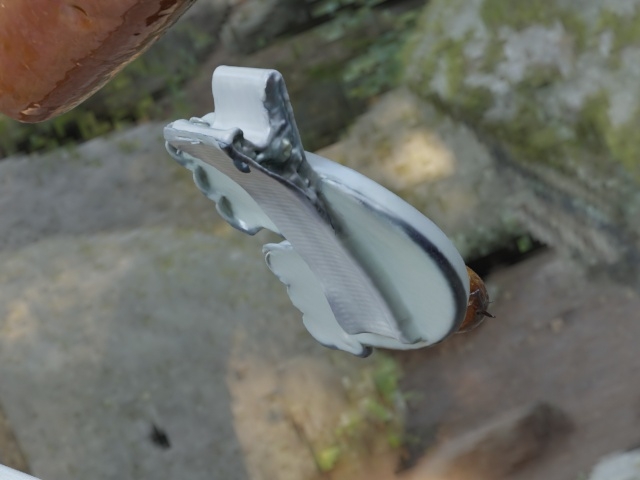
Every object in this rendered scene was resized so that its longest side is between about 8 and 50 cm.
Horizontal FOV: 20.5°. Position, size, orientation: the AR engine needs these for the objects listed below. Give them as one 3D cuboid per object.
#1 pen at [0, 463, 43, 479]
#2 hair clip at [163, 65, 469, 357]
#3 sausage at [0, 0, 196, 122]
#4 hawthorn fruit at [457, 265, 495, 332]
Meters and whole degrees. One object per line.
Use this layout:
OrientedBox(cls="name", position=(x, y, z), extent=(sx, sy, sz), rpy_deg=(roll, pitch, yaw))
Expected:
OrientedBox(cls="pen", position=(-0.198, 0.169, 1.179), extent=(0.033, 0.033, 0.269), rpy_deg=(-28, 23, -35))
OrientedBox(cls="hair clip", position=(0.000, 0.000, 0.880), extent=(0.140, 0.220, 0.054), rpy_deg=(6, 56, 40))
OrientedBox(cls="sausage", position=(-0.121, -0.163, 1.010), extent=(0.113, 0.114, 0.259), rpy_deg=(-29, -3, -39))
OrientedBox(cls="hawthorn fruit", position=(0.132, 0.057, 1.776), extent=(0.081, 0.081, 0.093), rpy_deg=(-28, 23, -36))
